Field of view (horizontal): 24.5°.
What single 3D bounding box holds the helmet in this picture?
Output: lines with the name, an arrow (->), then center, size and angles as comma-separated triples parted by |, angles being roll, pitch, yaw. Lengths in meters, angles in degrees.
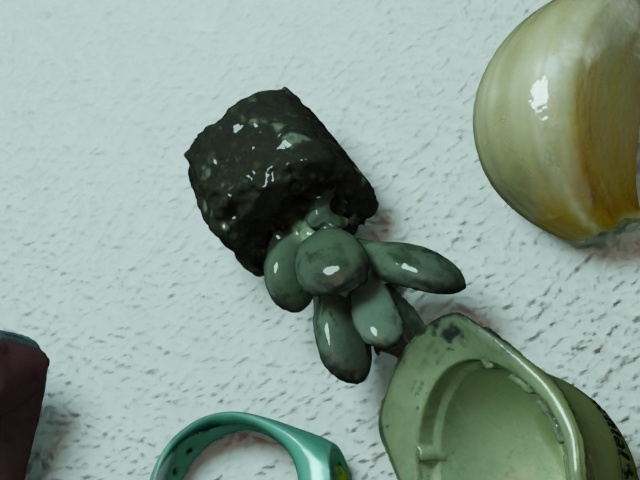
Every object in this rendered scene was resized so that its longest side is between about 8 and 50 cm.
helmet -> 0.172, 0.181, 1.162 | 0.204, 0.137, 0.257 | -57, 46, 38

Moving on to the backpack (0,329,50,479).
backpack -> -0.413, 0.202, 1.331 | 0.317, 0.197, 0.283 | 3, 74, 26

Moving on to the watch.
watch -> -0.062, 0.261, 1.253 | 0.195, 0.068, 0.237 | -15, 66, 15

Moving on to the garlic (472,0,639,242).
garlic -> 0.219, -0.121, 1.271 | 0.164, 0.145, 0.245 | 17, 74, -9

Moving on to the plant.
plant -> -0.002, 0.001, 1.285 | 0.146, 0.149, 0.274 | -49, 59, 16
